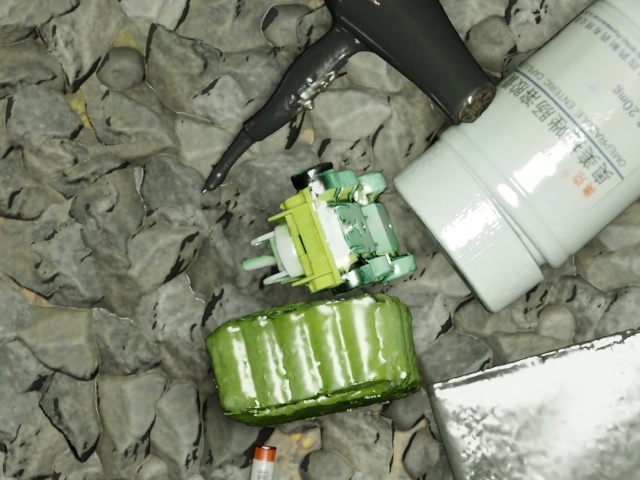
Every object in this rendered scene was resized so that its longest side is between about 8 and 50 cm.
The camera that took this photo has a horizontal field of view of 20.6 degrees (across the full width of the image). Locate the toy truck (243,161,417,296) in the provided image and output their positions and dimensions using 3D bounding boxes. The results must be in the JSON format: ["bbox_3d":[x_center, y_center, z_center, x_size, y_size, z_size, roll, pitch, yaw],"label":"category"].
[{"bbox_3d":[0.004,-0.001,1.846,0.135,0.259,0.128,-22,86,19],"label":"toy truck"}]

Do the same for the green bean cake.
[{"bbox_3d":[-0.002,0.129,1.865,0.214,0.200,0.113,-13,78,8],"label":"green bean cake"}]

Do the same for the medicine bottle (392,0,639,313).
[{"bbox_3d":[0.248,-0.094,1.855,0.332,0.190,0.190,-41,85,2],"label":"medicine bottle"}]

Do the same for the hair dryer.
[{"bbox_3d":[0.009,-0.151,1.905,0.359,0.120,0.304,-45,57,18],"label":"hair dryer"}]

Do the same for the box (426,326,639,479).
[{"bbox_3d":[0.278,0.275,1.832,0.251,0.204,0.345,-16,87,5],"label":"box"}]

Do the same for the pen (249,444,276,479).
[{"bbox_3d":[-0.078,0.345,1.948,0.028,0.028,0.239,9,89,5],"label":"pen"}]
